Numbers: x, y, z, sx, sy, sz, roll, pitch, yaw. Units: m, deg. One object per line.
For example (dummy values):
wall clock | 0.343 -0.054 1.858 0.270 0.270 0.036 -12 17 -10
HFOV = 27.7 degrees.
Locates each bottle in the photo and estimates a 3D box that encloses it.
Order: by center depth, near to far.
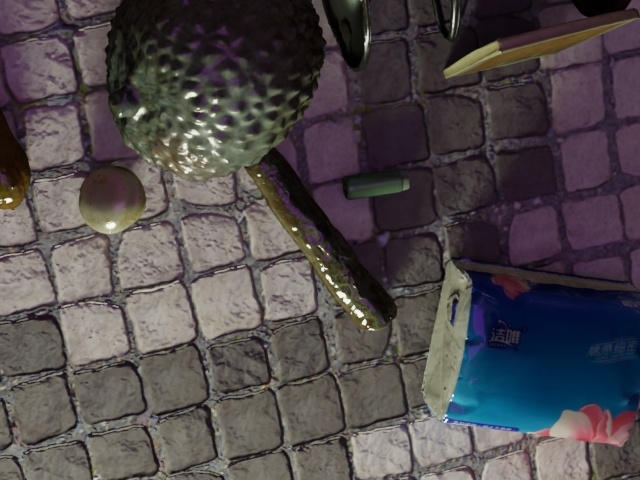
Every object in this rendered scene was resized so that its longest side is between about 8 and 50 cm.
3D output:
bottle | 0.071 -0.071 1.642 0.083 0.030 0.030 -9 104 -12

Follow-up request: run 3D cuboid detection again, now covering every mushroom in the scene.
mushroom | -0.248 -0.048 1.557 0.083 0.083 0.067 -49 149 1

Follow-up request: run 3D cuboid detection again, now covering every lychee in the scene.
lychee | -0.119 -0.198 1.461 0.274 0.255 0.255 -25 109 -37

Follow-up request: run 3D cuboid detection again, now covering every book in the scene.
book | 0.253 -0.231 1.540 0.170 0.241 0.018 -14 92 -9

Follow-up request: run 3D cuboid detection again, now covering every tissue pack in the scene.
tissue pack | 0.283 0.144 1.681 0.269 0.137 0.209 10 98 -14

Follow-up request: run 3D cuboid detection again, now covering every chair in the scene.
chair | 0.207 -0.343 1.512 0.400 0.226 0.227 -13 105 -11

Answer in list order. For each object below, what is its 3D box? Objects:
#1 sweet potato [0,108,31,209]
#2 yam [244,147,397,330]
sweet potato | -0.408 -0.138 1.507 0.081 0.062 0.233 -32 104 -3
yam | 0.000 0.000 1.629 0.061 0.061 0.274 -37 106 -2
